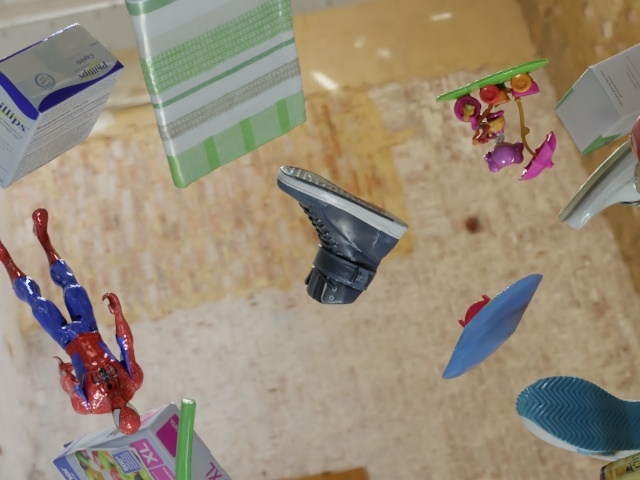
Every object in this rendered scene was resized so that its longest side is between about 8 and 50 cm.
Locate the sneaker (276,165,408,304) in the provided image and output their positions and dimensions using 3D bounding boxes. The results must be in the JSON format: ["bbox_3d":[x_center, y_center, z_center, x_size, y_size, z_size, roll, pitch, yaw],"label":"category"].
[{"bbox_3d":[0.001,0.001,1.623,0.163,0.226,0.086,-57,-149,10],"label":"sneaker"}]

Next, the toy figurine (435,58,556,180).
[{"bbox_3d":[0.273,-0.162,1.662,0.130,0.173,0.159,-18,90,-75],"label":"toy figurine"}]

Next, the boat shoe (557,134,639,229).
[{"bbox_3d":[0.509,-0.109,1.814,0.103,0.302,0.113,47,-15,6],"label":"boat shoe"}]

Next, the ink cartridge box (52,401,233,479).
[{"bbox_3d":[-0.230,0.323,1.469,0.311,0.065,0.186,-25,-76,50],"label":"ink cartridge box"}]

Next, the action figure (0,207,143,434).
[{"bbox_3d":[-0.260,0.073,1.175,0.280,0.091,0.139,55,-23,21],"label":"action figure"}]

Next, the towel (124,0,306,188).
[{"bbox_3d":[-0.066,-0.118,0.744,0.023,0.113,0.152,42,-29,40],"label":"towel"}]

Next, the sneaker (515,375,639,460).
[{"bbox_3d":[0.319,0.219,1.330,0.092,0.228,0.087,-38,-138,55],"label":"sneaker"}]

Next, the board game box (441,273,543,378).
[{"bbox_3d":[0.192,0.093,1.344,0.033,0.133,0.169,46,-35,25],"label":"board game box"}]

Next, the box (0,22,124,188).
[{"bbox_3d":[-0.289,-0.139,1.177,0.072,0.126,0.137,45,-44,3],"label":"box"}]

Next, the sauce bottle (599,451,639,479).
[{"bbox_3d":[0.367,0.247,1.244,0.128,0.042,0.042,-33,-119,38],"label":"sauce bottle"}]

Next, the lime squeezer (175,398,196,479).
[{"bbox_3d":[-0.069,0.278,0.901,0.310,0.110,0.059,60,12,-14],"label":"lime squeezer"}]

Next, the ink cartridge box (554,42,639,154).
[{"bbox_3d":[0.477,-0.229,1.658,0.092,0.219,0.160,61,-14,10],"label":"ink cartridge box"}]

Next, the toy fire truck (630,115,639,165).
[{"bbox_3d":[0.483,-0.081,1.156,0.302,0.254,0.169,39,25,-30],"label":"toy fire truck"}]
